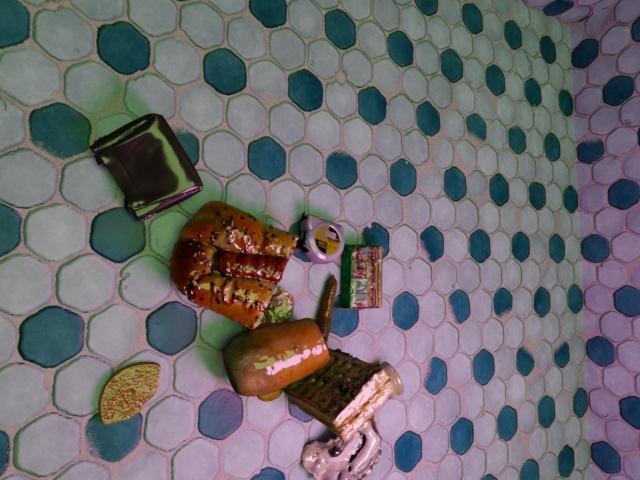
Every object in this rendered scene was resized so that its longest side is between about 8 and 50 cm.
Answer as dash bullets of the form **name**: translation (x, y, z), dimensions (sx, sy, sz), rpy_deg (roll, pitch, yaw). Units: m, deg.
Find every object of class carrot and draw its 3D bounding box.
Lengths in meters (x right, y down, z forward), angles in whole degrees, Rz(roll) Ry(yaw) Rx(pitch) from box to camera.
- **carrot**: translation (0.019, 0.298, 1.595), dimensions (0.070, 0.070, 0.341), rpy_deg (22, 75, -26)
- **carrot**: translation (-0.152, 0.394, 1.394), dimensions (0.341, 0.224, 0.223), rpy_deg (-16, 94, -21)

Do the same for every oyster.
- **oyster**: translation (0.107, 0.810, 1.585), dimensions (0.351, 0.115, 0.237), rpy_deg (-36, 95, -31)

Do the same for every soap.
- **soap**: translation (0.167, 0.151, 1.666), dimensions (0.218, 0.098, 0.272), rpy_deg (3, 85, -29)

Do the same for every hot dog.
- **hot dog**: translation (-0.298, 0.061, 1.348), dimensions (0.366, 0.196, 0.366), rpy_deg (26, 69, -11)

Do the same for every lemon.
- **lemon**: translation (-0.189, 0.535, 1.454), dimensions (0.111, 0.082, 0.081), rpy_deg (1, 86, -27)

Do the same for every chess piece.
- **chess piece**: translation (0.193, 0.612, 1.638), dimensions (0.252, 0.144, 0.144), rpy_deg (-22, 97, -22)

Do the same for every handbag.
- **handbag**: translation (-0.548, -0.233, 1.293), dimensions (0.257, 0.114, 0.285), rpy_deg (-33, 110, -21)

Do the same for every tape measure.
- **tape measure**: translation (-0.003, 0.002, 1.586), dimensions (0.196, 0.105, 0.178), rpy_deg (24, 68, -27)

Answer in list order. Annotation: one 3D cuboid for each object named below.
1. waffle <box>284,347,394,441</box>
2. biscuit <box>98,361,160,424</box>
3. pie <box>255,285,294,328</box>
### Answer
- **waffle**: translation (0.053, 0.521, 1.421), dimensions (0.261, 0.376, 0.113), rpy_deg (-35, 104, -25)
- **biscuit**: translation (-0.596, 0.468, 1.262), dimensions (0.142, 0.029, 0.220), rpy_deg (46, 68, -20)
- **pie**: translation (-0.204, 0.236, 1.483), dimensions (0.218, 0.052, 0.184), rpy_deg (34, 75, -20)
